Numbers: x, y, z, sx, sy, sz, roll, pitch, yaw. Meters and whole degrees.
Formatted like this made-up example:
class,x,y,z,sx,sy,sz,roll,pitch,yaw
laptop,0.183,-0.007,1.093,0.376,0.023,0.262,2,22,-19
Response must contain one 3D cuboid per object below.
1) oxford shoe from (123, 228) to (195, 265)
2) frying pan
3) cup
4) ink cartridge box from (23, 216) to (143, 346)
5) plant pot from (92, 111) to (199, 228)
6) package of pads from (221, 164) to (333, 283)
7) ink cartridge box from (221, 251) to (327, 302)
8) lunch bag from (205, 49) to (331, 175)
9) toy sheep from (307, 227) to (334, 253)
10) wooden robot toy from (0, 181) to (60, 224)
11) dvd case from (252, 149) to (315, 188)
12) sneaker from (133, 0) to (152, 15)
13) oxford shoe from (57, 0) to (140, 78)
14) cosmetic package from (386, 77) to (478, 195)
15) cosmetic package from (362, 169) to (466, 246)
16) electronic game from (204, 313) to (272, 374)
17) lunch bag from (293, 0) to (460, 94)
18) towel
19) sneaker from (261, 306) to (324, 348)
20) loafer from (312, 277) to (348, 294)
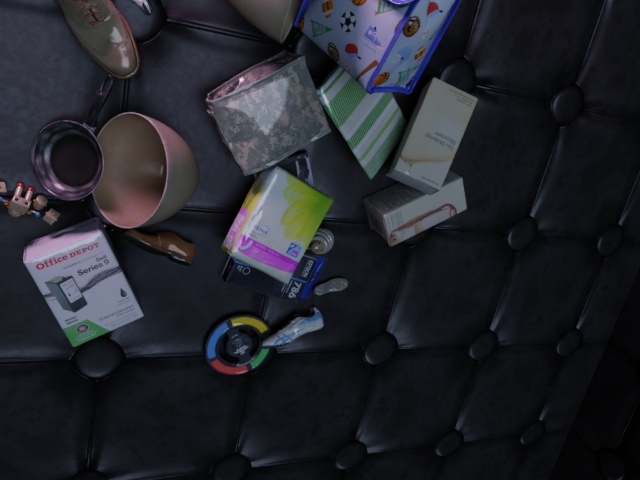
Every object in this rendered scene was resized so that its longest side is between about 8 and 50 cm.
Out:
class,x,y,z,sx,sy,sz,roll,pitch,yaw
oxford shoe,-0.459,0.003,1.679,0.212,0.076,0.076,24,71,-29
frying pan,-0.615,-0.262,1.454,0.197,0.053,0.326,13,99,7
cup,-0.139,-0.675,1.388,0.236,0.331,0.331,23,103,-5
ink cartridge box,-0.644,0.113,1.600,0.211,0.121,0.289,-24,120,-13
plant pot,-0.427,-0.173,1.510,0.191,0.284,0.284,-2,118,-59
package of pads,-0.131,-0.052,1.718,0.229,0.101,0.297,29,89,-31
ink cartridge box,-0.132,0.095,1.862,0.332,0.065,0.166,17,104,-31
lunch bag,-0.151,-0.343,1.590,0.287,0.169,0.235,-32,123,-14
toy sheep,0.000,0.000,1.855,0.091,0.132,0.091,10,120,17
wooden robot toy,-0.765,-0.090,1.501,0.173,0.076,0.079,27,135,-32
dvd case,-0.101,-0.138,1.788,0.179,0.029,0.239,-20,120,-15
sneaker,-0.449,-0.596,1.420,0.043,0.040,0.109,-28,119,9
oxford shoe,-0.534,-0.526,1.323,0.123,0.130,0.348,-32,111,-3
cosmetic package,0.338,-0.314,1.783,0.160,0.113,0.310,23,83,-5
cosmetic package,0.309,-0.118,1.913,0.296,0.153,0.129,-25,122,-11
electronic game,-0.268,0.343,1.921,0.229,0.048,0.229,-10,116,-21
lunch bag,0.150,-0.605,1.420,0.238,0.328,0.386,-18,149,-46
towel,0.130,-0.384,1.726,0.248,0.038,0.325,-55,127,-24
sneaker,-0.098,0.296,1.953,0.237,0.085,0.086,-23,87,-28
loafer,0.031,0.157,1.984,0.125,0.039,0.045,-13,85,-22
